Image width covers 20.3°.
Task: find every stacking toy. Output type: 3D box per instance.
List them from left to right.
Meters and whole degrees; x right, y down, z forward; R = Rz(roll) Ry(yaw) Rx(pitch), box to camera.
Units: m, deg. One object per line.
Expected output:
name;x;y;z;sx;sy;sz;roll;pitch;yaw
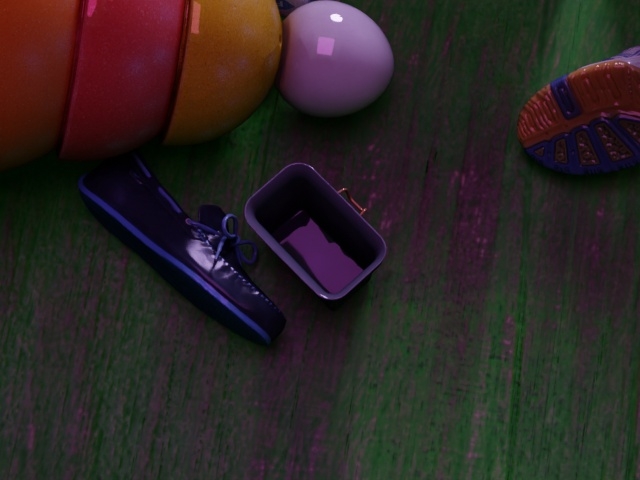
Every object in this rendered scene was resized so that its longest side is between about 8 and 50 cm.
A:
stacking toy;-0.163;-0.198;1.753;0.479;0.350;0.351;8;71;-15

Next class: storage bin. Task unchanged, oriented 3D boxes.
storage bin;0.000;0.000;1.746;0.098;0.091;0.135;-42;76;-12

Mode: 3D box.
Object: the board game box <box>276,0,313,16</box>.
board game box;-0.130;-0.415;1.905;0.318;0.066;0.319;13;72;6

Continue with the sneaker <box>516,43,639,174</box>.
sneaker;0.341;-0.155;1.792;0.296;0.131;0.112;-22;100;15

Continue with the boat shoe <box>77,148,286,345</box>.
boat shoe;-0.125;-0.005;1.746;0.258;0.109;0.089;41;74;12
